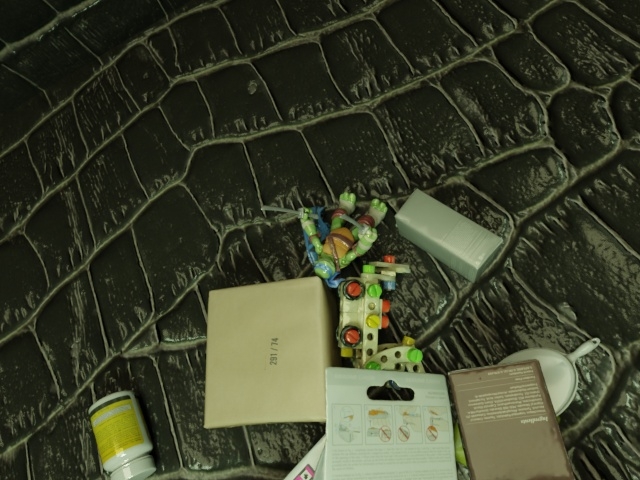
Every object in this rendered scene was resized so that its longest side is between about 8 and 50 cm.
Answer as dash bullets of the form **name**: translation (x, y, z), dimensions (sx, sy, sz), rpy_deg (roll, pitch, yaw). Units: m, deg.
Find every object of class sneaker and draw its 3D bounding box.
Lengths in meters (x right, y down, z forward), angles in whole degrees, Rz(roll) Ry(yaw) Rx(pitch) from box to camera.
- **sneaker**: translation (0.000, 0.000, 1.171), dimensions (0.082, 0.069, 0.209), rpy_deg (-14, 66, 6)

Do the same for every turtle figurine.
- **turtle figurine**: translation (0.053, -0.051, 1.065), dimensions (0.198, 0.274, 0.266), rpy_deg (-16, 24, 39)

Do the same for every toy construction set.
- **toy construction set**: translation (0.143, 0.180, 0.998), dimensions (0.215, 0.151, 0.327), rpy_deg (5, 67, -11)

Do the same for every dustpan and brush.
- **dustpan and brush**: translation (0.518, 0.272, 0.932), dimensions (0.211, 0.060, 0.147), rpy_deg (-39, 54, 6)

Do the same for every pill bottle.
- **pill bottle**: translation (-0.497, 0.500, 1.085), dimensions (0.119, 0.119, 0.208), rpy_deg (-33, 64, 1)

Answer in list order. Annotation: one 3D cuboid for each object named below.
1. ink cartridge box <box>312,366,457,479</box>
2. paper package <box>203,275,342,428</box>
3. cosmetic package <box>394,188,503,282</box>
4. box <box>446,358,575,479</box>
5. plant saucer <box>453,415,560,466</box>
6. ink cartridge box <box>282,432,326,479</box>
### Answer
- **ink cartridge box**: translation (0.125, 0.460, 0.850), dimensions (0.309, 0.091, 0.384), rpy_deg (11, 65, -24)
- **paper package**: translation (-0.109, 0.274, 1.040), dimensions (0.310, 0.168, 0.324), rpy_deg (-8, 68, 12)
- **cosmetic package**: translation (0.307, -0.011, 1.058), dimensions (0.238, 0.127, 0.107), rpy_deg (40, 84, 23)
- **box**: translation (0.350, 0.348, 0.829), dimensions (0.167, 0.168, 0.203), rpy_deg (-12, 66, 11)
- **plant saucer**: translation (0.386, 0.414, 0.912), dimensions (0.189, 0.045, 0.188), rpy_deg (23, 77, 22)
- **ink cartridge box**: translation (-0.030, 0.515, 0.917), dimensions (0.069, 0.175, 0.371), rpy_deg (39, 84, 26)
